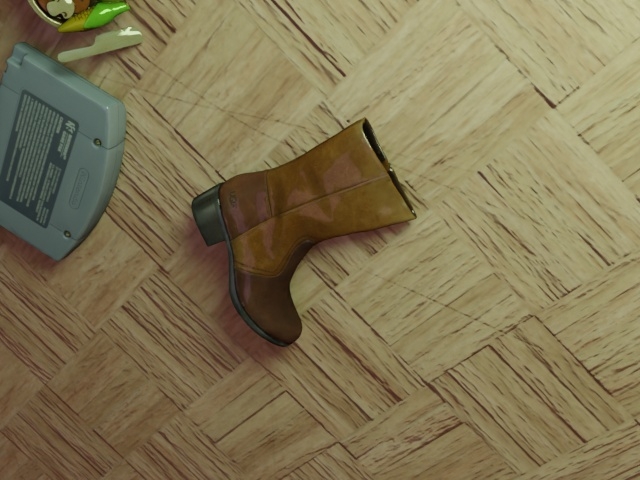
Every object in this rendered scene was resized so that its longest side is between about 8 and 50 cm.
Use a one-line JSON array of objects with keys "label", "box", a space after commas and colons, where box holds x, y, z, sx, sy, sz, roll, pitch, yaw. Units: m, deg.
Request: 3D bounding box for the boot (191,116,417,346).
[{"label": "boot", "box": [0.000, 0.000, 1.030, 0.281, 0.096, 0.264, -20, 99, 20]}]

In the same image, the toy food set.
[{"label": "toy food set", "box": [-0.309, -0.330, 0.953, 0.133, 0.038, 0.192, -21, 111, -12]}]

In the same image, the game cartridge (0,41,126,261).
[{"label": "game cartridge", "box": [-0.401, -0.118, 1.123, 0.198, 0.062, 0.297, 30, 122, 0]}]
